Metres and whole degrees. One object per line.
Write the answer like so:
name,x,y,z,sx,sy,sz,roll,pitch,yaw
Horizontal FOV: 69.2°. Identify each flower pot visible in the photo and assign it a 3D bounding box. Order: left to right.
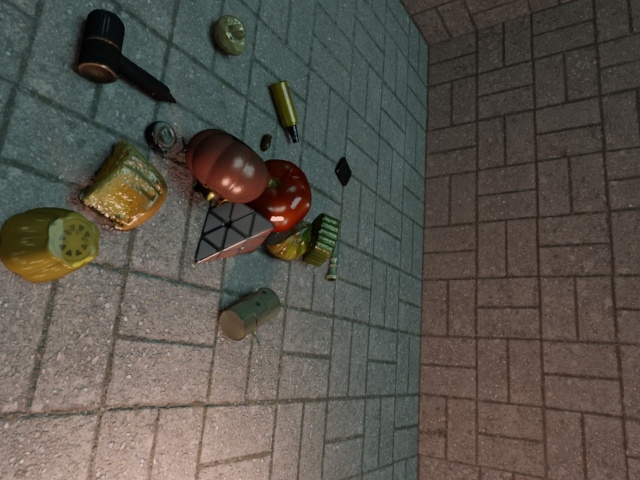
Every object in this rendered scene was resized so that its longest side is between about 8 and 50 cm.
flower pot,-0.658,0.005,1.152,0.195,0.179,0.195,11,77,-54

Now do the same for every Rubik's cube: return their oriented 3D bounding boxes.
Rubik's cube,-0.316,-0.030,1.714,0.228,0.229,0.233,17,111,-18

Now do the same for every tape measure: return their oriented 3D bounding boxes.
tape measure,-0.478,-0.332,1.484,0.104,0.179,0.107,-52,131,-26

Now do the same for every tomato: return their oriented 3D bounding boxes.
tomato,-0.182,-0.167,1.840,0.226,0.298,0.299,94,8,-65

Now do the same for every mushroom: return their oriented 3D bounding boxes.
mushroom,-0.345,-0.792,1.790,0.148,0.112,0.148,24,59,-48

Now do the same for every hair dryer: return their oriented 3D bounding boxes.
hair dryer,-0.574,-0.532,1.442,0.352,0.107,0.189,28,61,-61

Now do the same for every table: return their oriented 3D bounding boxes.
table,-0.264,0.276,1.766,0.220,0.126,0.127,-30,111,-53

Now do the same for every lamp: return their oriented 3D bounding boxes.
lamp,-0.332,-0.240,1.598,0.240,0.305,0.305,-56,141,2

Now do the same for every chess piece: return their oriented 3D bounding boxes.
chess piece,0.067,0.133,2.355,0.059,0.059,0.149,40,50,-47

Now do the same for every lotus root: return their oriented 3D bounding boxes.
lotus root,-0.233,-0.421,1.981,0.030,0.037,0.083,35,58,-45

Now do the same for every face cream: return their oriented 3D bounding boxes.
face cream,-0.149,-0.575,2.091,0.078,0.078,0.274,-42,121,-51

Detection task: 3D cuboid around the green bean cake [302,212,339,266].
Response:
green bean cake,0.000,0.000,2.122,0.113,0.214,0.201,19,66,-15

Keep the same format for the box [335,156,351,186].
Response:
box,0.127,-0.375,2.539,0.125,0.026,0.126,61,39,-37

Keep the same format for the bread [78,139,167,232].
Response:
bread,-0.545,-0.159,1.359,0.204,0.162,0.262,53,36,-43

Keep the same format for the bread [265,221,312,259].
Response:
bread,-0.114,0.001,2.007,0.261,0.158,0.156,-54,133,-42

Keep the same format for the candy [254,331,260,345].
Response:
candy,-0.260,0.376,1.854,0.035,0.035,0.123,-65,148,-54
